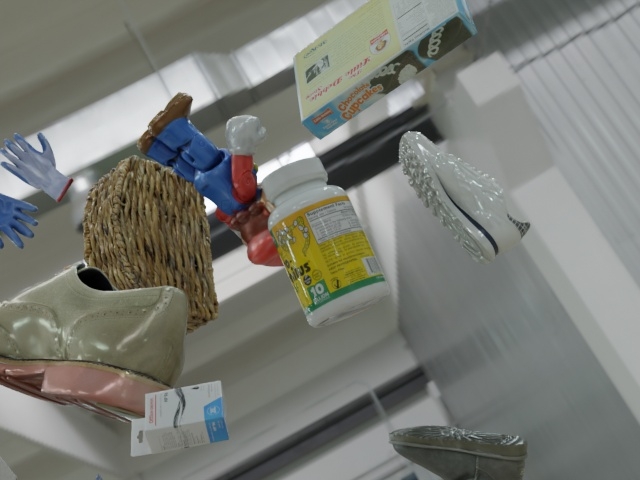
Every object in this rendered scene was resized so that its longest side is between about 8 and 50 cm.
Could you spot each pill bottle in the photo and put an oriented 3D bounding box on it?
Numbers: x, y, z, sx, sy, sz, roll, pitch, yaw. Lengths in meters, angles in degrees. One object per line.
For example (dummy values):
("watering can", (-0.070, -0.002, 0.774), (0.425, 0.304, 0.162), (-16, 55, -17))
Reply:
("pill bottle", (0.000, 0.000, 1.370), (0.118, 0.208, 0.117), (-23, -10, -4))

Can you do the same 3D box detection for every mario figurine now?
("mario figurine", (-0.117, -0.095, 1.591), (0.170, 0.320, 0.198), (-47, 7, 4))

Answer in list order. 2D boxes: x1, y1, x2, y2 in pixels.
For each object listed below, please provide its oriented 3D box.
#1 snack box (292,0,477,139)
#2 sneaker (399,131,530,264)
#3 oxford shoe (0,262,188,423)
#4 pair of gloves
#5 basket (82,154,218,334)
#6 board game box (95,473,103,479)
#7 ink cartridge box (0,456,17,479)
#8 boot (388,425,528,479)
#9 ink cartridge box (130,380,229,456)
("snack box", (0.097, -0.325, 1.719), (0.322, 0.187, 0.060), (-32, -49, 24))
("sneaker", (0.210, -0.077, 1.548), (0.095, 0.235, 0.090), (-36, -8, -12))
("oxford shoe", (-0.281, 0.101, 1.124), (0.397, 0.146, 0.140), (6, -19, 38))
("pair of gloves", (-0.513, -0.088, 1.749), (0.198, 0.159, 0.023), (-55, -18, -1))
("basket", (-0.333, 0.035, 1.791), (0.213, 0.299, 0.223), (19, -39, -42))
("board game box", (-0.268, 0.332, 1.142), (0.033, 0.133, 0.168), (8, -23, -1))
("ink cartridge box", (-0.524, 0.291, 1.315), (0.219, 0.092, 0.160), (-2, -47, 21))
("boot", (0.162, 0.330, 1.211), (0.190, 0.208, 0.076), (3, 5, 36))
("ink cartridge box", (-0.122, 0.150, 0.871), (0.083, 0.048, 0.028), (-11, -57, -3))
